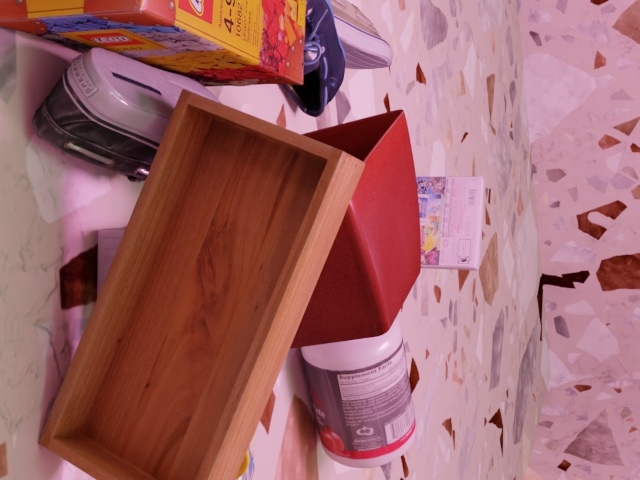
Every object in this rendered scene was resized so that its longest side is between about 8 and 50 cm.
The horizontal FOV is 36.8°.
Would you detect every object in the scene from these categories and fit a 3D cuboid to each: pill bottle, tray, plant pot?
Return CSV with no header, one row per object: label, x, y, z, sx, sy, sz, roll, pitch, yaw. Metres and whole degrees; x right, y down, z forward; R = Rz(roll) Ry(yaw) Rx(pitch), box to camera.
pill bottle,0.061,0.218,1.664,0.176,0.176,0.318,-53,138,-54
tray,-0.126,0.070,1.014,0.410,0.203,0.076,-67,156,2
plant pot,0.000,0.000,1.333,0.235,0.267,0.267,67,31,-20

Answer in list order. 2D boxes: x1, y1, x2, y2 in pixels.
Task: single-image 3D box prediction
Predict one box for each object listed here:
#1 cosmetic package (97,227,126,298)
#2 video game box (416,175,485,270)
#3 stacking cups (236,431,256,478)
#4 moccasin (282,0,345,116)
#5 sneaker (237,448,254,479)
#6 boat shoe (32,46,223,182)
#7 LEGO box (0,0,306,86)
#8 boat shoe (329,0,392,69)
cosmetic package,-0.204,0.099,1.154,0.117,0.086,0.231,-5,95,-66
video game box,0.259,-0.038,2.101,0.048,0.187,0.205,34,61,-67
stacking cups,-0.119,0.184,1.313,0.316,0.096,0.096,-80,160,-58
moccasin,-0.031,-0.297,1.473,0.342,0.138,0.116,42,58,-60
sneaker,-0.127,0.347,1.336,0.086,0.085,0.237,2,88,-45
boat shoe,-0.199,-0.127,1.125,0.335,0.119,0.121,23,39,-58
LEGO box,-0.166,-0.449,1.070,0.372,0.193,0.500,5,87,-67
boat shoe,0.048,-0.372,1.694,0.302,0.109,0.094,10,80,-64
